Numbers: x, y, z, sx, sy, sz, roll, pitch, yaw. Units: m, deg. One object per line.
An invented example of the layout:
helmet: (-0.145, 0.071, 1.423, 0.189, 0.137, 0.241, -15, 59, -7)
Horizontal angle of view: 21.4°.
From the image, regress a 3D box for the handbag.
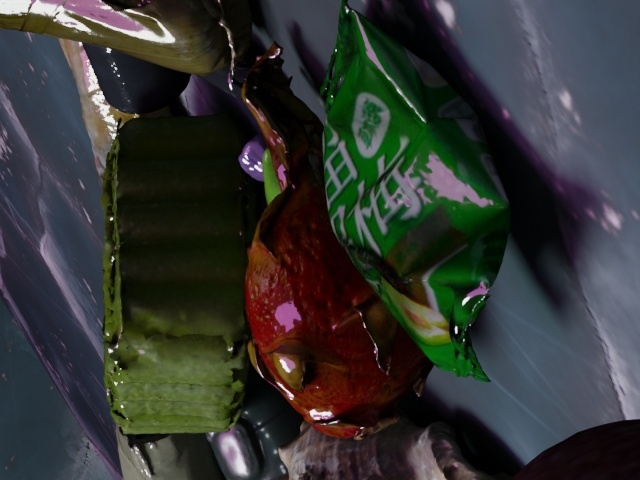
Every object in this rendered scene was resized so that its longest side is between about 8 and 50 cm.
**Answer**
handbag: (-0.132, 0.211, 1.668, 0.316, 0.109, 0.253, -98, -8, -60)

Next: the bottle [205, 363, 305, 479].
bottle: (0.016, 0.252, 1.384, 0.336, 0.144, 0.144, 62, 164, -6)

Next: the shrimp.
shrimp: (-0.166, -0.110, 1.404, 0.168, 0.077, 0.317, -128, 19, -57)

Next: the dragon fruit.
dragon fruit: (0.000, 0.000, 1.033, 0.125, 0.125, 0.246, -22, 81, 39)

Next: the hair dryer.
hair dryer: (-0.095, -0.131, 1.173, 0.219, 0.071, 0.124, 29, 149, 44)

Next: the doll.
doll: (-0.007, 0.003, 1.163, 0.115, 0.050, 0.190, 57, 167, 32)

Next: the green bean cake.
green bean cake: (-0.107, 0.030, 1.260, 0.200, 0.113, 0.214, 104, 164, -64)

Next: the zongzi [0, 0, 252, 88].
zongzi: (-0.165, -0.144, 1.080, 0.205, 0.204, 0.094, 50, 167, 25)

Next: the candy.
candy: (0.050, -0.028, 0.895, 0.203, 0.078, 0.141, 66, 155, 18)

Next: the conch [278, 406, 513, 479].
conch: (0.067, 0.196, 1.200, 0.178, 0.163, 0.245, 31, 155, -24)

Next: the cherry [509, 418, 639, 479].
cherry: (0.173, 0.193, 0.699, 0.300, 0.203, 0.230, 27, 138, 47)
